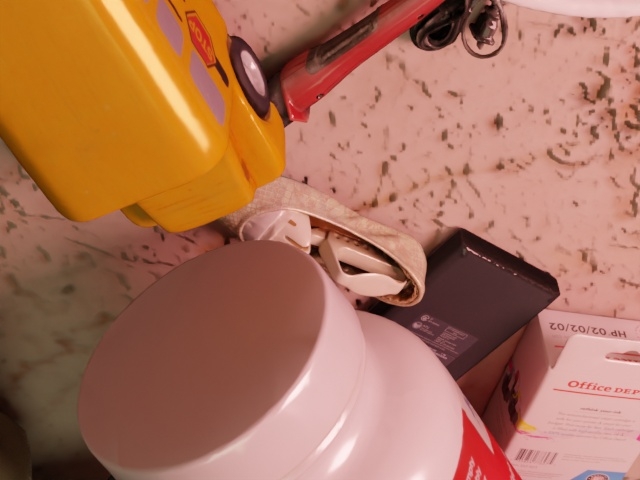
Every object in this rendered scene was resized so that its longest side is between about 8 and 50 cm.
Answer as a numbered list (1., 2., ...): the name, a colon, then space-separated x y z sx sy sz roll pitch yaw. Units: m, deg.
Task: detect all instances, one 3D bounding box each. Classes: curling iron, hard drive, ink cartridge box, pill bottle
1. curling iron: -0.002 -0.084 0.839 0.274 0.035 0.068 -30 130 22
2. hard drive: 0.091 0.055 0.996 0.094 0.022 0.135 27 127 -28
3. ink cartridge box: 0.195 0.111 1.035 0.104 0.061 0.181 7 135 -12
4. pill bottle: 0.022 0.195 0.938 0.229 0.229 0.407 -22 129 16

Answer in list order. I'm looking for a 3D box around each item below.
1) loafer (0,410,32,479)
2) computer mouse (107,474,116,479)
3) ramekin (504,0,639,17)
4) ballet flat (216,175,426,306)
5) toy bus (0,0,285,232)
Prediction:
1. loafer: -0.256 0.154 1.014 0.092 0.102 0.268 -3 149 -18
2. computer mouse: -0.060 0.207 1.112 0.262 0.060 0.184 4 131 -26
3. ramekin: 0.140 -0.249 0.619 0.277 0.135 0.277 -2 135 -2
4. ballet flat: 0.000 0.000 0.911 0.168 0.052 0.057 19 130 -22
5. toy bus: -0.132 -0.128 0.708 0.108 0.130 0.332 -20 128 15
